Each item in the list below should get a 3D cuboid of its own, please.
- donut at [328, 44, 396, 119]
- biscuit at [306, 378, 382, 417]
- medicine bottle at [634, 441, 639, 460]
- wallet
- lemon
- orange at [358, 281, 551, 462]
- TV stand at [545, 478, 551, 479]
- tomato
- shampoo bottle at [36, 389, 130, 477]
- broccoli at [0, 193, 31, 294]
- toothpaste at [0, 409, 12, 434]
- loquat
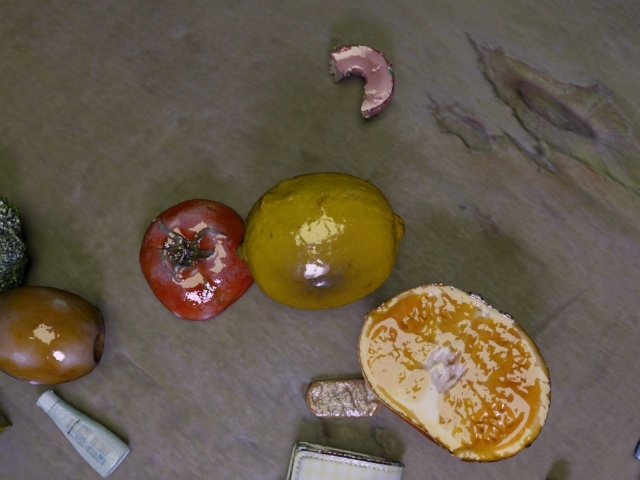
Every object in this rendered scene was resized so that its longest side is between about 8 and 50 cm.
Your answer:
[{"bbox_3d":[0.095,-0.333,1.349,0.117,0.065,0.166,-28,82,-4],"label":"donut"},{"bbox_3d":[0.046,0.297,1.249,0.147,0.018,0.071,-1,78,-2],"label":"biscuit"},{"bbox_3d":[0.647,0.375,1.224,0.092,0.061,0.221,26,78,24],"label":"medicine bottle"},{"bbox_3d":[0.023,0.534,1.180,0.223,0.077,0.309,12,80,-2],"label":"wallet"},{"bbox_3d":[0.003,0.000,1.191,0.284,0.260,0.260,-32,81,-2],"label":"lemon"},{"bbox_3d":[0.235,0.230,1.151,0.310,0.274,0.274,18,77,38],"label":"orange"},{"bbox_3d":[0.396,0.563,1.186,0.040,0.049,0.256,17,79,1],"label":"TV stand"},{"bbox_3d":[-0.236,0.033,1.259,0.236,0.095,0.237,0,79,0],"label":"tomato"},{"bbox_3d":[-0.444,0.349,1.221,0.190,0.041,0.069,38,86,7],"label":"shampoo bottle"},{"bbox_3d":[-0.642,0.030,1.222,0.198,0.226,0.176,-7,59,-26],"label":"broccoli"},{"bbox_3d":[-0.622,0.317,1.088,0.089,0.313,0.071,-37,82,-8],"label":"toothpaste"},{"bbox_3d":[-0.501,0.168,1.189,0.227,0.179,0.179,12,79,5],"label":"loquat"}]
